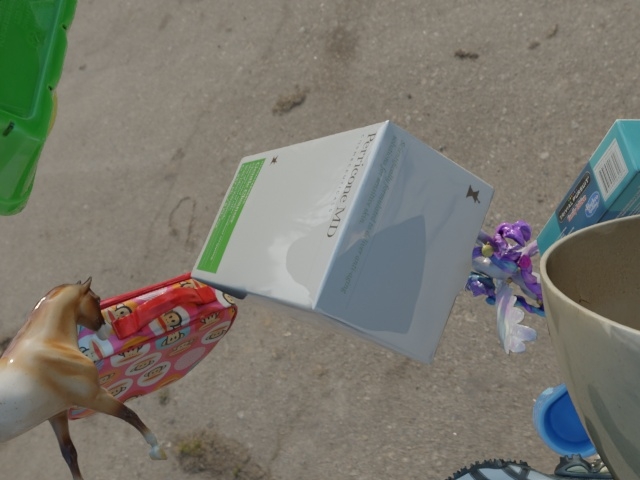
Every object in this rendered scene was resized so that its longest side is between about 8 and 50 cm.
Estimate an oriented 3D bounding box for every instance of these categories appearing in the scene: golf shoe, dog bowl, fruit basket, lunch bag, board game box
[{"bbox_3d":[0.215,0.276,0.608,0.198,0.077,0.094,-15,38,20],"label":"golf shoe"},{"bbox_3d":[0.596,0.351,1.292,0.297,0.074,0.166,-45,69,12],"label":"dog bowl"},{"bbox_3d":[-0.447,-0.217,0.749,0.392,0.283,0.392,-21,60,41],"label":"fruit basket"},{"bbox_3d":[-0.285,0.159,0.981,0.120,0.293,0.258,54,135,18],"label":"lunch bag"},{"bbox_3d":[0.487,-0.039,0.757,0.336,0.254,0.079,0,59,-4],"label":"board game box"}]

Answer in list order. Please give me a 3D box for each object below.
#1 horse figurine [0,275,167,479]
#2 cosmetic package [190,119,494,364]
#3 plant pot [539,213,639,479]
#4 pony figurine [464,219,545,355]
[{"bbox_3d":[-0.236,0.148,0.443,0.066,0.263,0.174,-21,97,42],"label":"horse figurine"},{"bbox_3d":[0.000,0.000,0.707,0.365,0.155,0.197,0,65,62],"label":"cosmetic package"},{"bbox_3d":[0.281,0.102,0.349,0.284,0.284,0.191,5,109,40],"label":"plant pot"},{"bbox_3d":[0.385,0.045,1.264,0.363,0.351,0.303,33,95,9],"label":"pony figurine"}]
